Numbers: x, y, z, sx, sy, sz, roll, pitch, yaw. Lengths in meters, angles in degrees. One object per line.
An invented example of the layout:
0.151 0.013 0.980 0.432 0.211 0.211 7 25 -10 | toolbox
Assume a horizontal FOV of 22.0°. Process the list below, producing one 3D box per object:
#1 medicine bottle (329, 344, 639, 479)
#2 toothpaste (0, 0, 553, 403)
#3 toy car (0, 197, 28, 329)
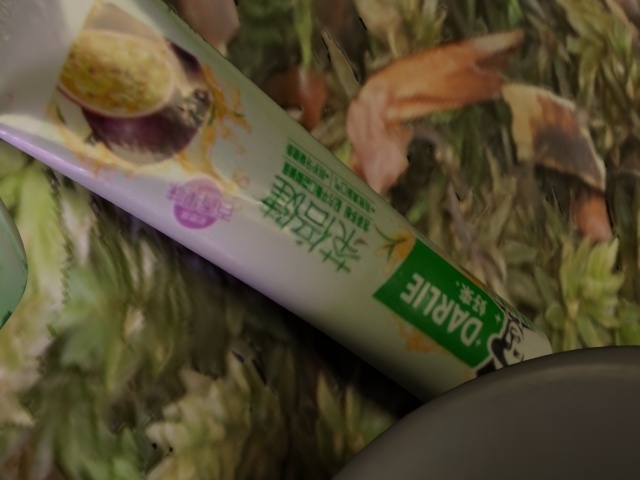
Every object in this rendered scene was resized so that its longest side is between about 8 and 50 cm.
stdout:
0.132 0.204 0.561 0.306 0.245 0.245 50 50 -43 | medicine bottle
0.000 0.000 0.592 0.314 0.056 0.058 37 18 -36 | toothpaste
-0.152 -0.052 0.397 0.090 0.076 0.224 -53 123 -38 | toy car
